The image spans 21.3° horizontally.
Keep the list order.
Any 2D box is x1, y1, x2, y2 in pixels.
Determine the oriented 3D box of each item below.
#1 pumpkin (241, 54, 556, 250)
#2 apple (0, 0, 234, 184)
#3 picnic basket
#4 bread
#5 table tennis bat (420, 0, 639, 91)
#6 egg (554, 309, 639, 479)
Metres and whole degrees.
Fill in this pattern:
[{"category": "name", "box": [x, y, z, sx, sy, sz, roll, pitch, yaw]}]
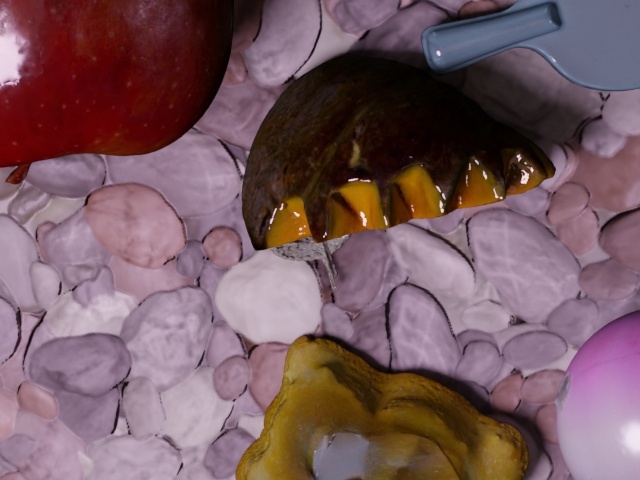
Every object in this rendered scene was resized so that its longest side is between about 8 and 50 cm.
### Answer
[{"category": "pumpkin", "box": [0.059, -0.086, 1.339, 0.254, 0.130, 0.149, -14, 89, -10]}, {"category": "apple", "box": [-0.206, -0.196, 1.272, 0.288, 0.288, 0.317, 3, 96, 2]}, {"category": "picnic basket", "box": [0.000, 0.000, 1.417, 0.083, 0.065, 0.083, -22, 76, -8]}, {"category": "bread", "box": [0.053, 0.193, 1.450, 0.233, 0.088, 0.161, 20, 109, 0]}, {"category": "table tennis bat", "box": [0.201, -0.184, 1.372, 0.244, 0.040, 0.153, -17, 98, 3]}, {"category": "egg", "box": [0.323, 0.157, 1.375, 0.271, 0.196, 0.196, 25, 104, -15]}]
